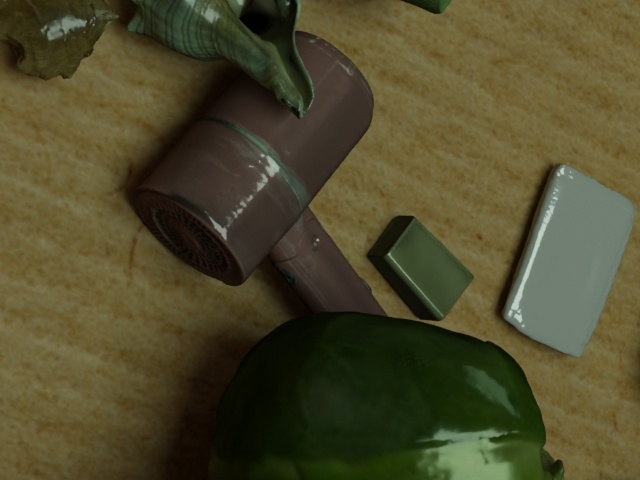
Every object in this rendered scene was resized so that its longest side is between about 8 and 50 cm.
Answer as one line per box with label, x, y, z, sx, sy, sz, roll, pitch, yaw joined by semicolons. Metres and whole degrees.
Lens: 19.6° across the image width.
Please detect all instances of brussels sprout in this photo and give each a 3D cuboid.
brussels sprout;0.048;0.211;1.631;0.315;0.371;0.276;-5;65;0

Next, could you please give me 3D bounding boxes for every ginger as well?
ginger;-0.254;-0.181;1.555;0.165;0.067;0.096;-3;95;-20

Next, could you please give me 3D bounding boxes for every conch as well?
conch;-0.089;-0.212;1.622;0.234;0.114;0.137;33;74;-6

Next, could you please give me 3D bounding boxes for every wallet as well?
wallet;0.256;0.022;1.917;0.124;0.032;0.183;26;81;-32

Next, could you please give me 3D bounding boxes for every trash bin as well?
trash bin;0.096;0.026;1.806;0.092;0.043;0.061;47;69;-25

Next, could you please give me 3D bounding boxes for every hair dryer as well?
hair dryer;0.000;0.000;1.714;0.210;0.125;0.352;-51;127;-22

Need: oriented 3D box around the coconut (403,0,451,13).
coconut;0.079;-0.319;1.683;0.204;0.236;0.236;-14;103;3
